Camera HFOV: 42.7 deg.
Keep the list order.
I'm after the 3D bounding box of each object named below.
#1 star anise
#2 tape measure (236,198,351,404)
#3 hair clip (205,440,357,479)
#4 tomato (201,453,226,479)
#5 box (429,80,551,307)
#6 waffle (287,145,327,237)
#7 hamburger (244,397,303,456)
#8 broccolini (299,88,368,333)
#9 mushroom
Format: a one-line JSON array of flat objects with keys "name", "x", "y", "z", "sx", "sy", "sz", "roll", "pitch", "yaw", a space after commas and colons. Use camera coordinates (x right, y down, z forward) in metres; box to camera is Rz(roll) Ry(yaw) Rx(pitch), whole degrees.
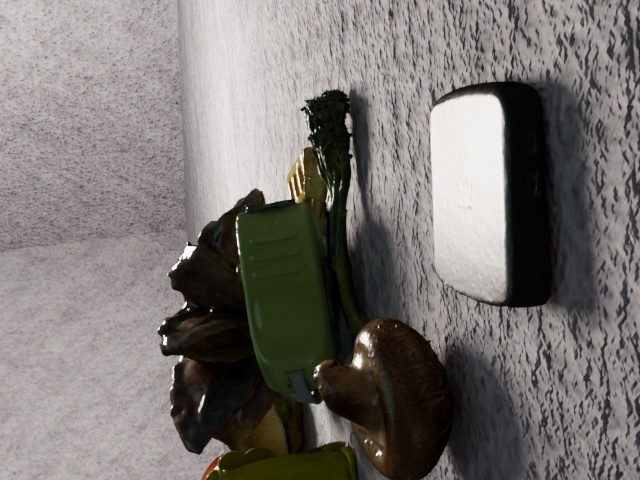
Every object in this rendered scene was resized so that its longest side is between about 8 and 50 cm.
[{"name": "star anise", "x": -0.102, "y": 0.104, "z": 0.982, "sx": 0.331, "sy": 0.117, "sz": 0.332, "roll": 6, "pitch": -90, "yaw": -65}, {"name": "tape measure", "x": -0.021, "y": 0.069, "z": 0.852, "sx": 0.175, "sy": 0.106, "sz": 0.200, "roll": 39, "pitch": -140, "yaw": -80}, {"name": "hair clip", "x": -0.047, "y": 0.265, "z": 0.934, "sx": 0.046, "sy": 0.173, "sz": 0.072, "roll": 166, "pitch": 94, "yaw": -77}, {"name": "tomato", "x": -0.093, "y": 0.414, "z": 1.187, "sx": 0.225, "sy": 0.085, "sz": 0.225, "roll": 40, "pitch": 170, "yaw": 9}, {"name": "box", "x": 0.096, "y": -0.029, "z": 0.481, "sx": 0.126, "sy": 0.027, "sz": 0.125, "roll": -155, "pitch": 61, "yaw": -77}, {"name": "waffle", "x": 0.000, "y": 0.000, "z": 0.924, "sx": 0.125, "sy": 0.032, "sz": 0.191, "roll": 136, "pitch": 124, "yaw": -71}, {"name": "hamburger", "x": -0.096, "y": 0.290, "z": 1.261, "sx": 0.155, "sy": 0.135, "sz": 0.208, "roll": -135, "pitch": 37, "yaw": -72}, {"name": "broccolini", "x": 0.019, "y": -0.025, "z": 0.789, "sx": 0.051, "sy": 0.054, "sz": 0.239, "roll": -20, "pitch": -75, "yaw": -62}, {"name": "mushroom", "x": 0.055, "y": 0.118, "z": 0.612, "sx": 0.109, "sy": 0.085, "sz": 0.126, "roll": 37, "pitch": 144, "yaw": 21}]
